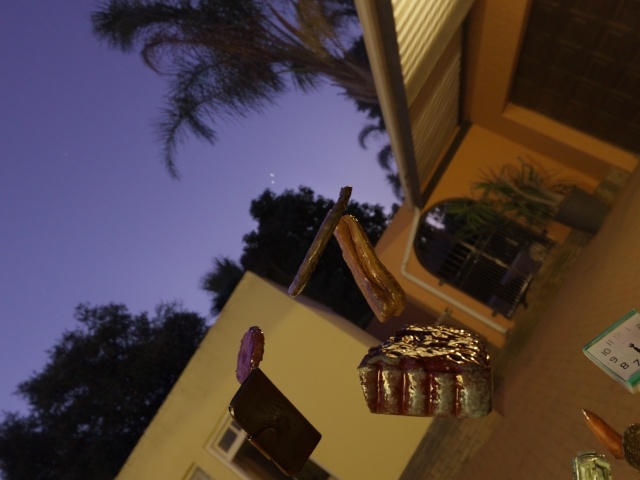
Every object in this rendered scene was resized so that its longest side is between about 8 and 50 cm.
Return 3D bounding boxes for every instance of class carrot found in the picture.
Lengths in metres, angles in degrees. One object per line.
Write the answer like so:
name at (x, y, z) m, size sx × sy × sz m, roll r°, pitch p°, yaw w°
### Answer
carrot at (0.916, 0.616, 1.686) m, size 0.072 × 0.205 × 0.072 m, roll -44°, pitch 5°, yaw 5°

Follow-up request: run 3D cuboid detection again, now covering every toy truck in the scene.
toy truck at (0.667, 0.610, 1.242) m, size 0.116 × 0.085 × 0.191 m, roll 22°, pitch -121°, yaw -77°

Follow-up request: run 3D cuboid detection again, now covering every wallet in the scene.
wallet at (-0.105, 0.428, 1.204) m, size 0.031 × 0.255 × 0.137 m, roll -18°, pitch 27°, yaw 46°

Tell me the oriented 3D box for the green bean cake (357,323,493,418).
green bean cake at (0.180, 0.207, 0.865) m, size 0.233 × 0.199 × 0.097 m, roll -25°, pitch -65°, yaw -73°

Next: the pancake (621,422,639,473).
pancake at (0.724, 0.467, 1.164) m, size 0.115 × 0.115 × 0.011 m, roll -51°, pitch -5°, yaw -23°

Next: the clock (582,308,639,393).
clock at (1.167, 0.417, 1.931) m, size 0.262 × 0.231 × 0.116 m, roll -35°, pitch -55°, yaw -4°

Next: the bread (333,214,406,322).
bread at (0.159, 0.091, 1.768) m, size 0.109 × 0.380 × 0.185 m, roll -28°, pitch -18°, yaw -7°

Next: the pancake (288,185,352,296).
pancake at (0.000, 0.000, 1.135) m, size 0.288 × 0.033 × 0.286 m, roll -66°, pitch 1°, yaw -66°

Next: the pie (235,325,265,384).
pie at (-0.178, 0.292, 1.313) m, size 0.154 × 0.036 × 0.154 m, roll -166°, pitch 90°, yaw -69°
